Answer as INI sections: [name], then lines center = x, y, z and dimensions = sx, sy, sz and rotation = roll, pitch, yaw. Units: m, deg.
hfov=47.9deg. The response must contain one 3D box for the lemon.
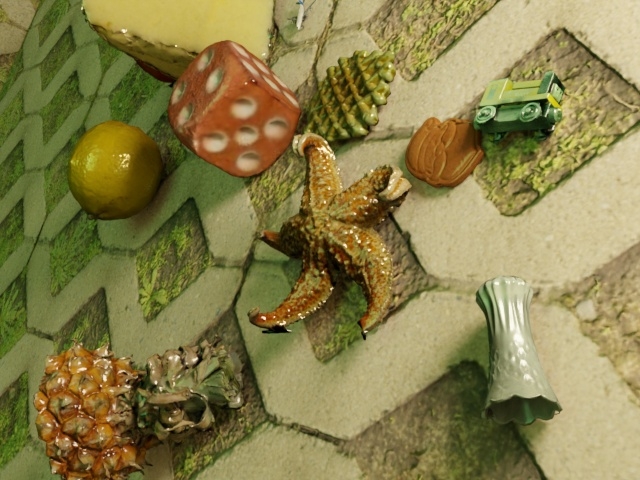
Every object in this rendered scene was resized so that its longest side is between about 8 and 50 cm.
[lemon]
center = -0.436, -0.147, 1.527
dimensions = 0.192, 0.192, 0.231
rotation = 1, 63, 48

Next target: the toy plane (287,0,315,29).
[toy plane]
center = -0.038, -0.435, 1.381
dimensions = 0.078, 0.024, 0.084
rotation = -22, 60, 39

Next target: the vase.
[vase]
center = 0.202, 0.111, 0.763
dimensions = 0.081, 0.081, 0.148
rotation = -28, 48, 36

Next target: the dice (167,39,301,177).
[dice]
center = -0.152, -0.234, 1.272
dimensions = 0.179, 0.175, 0.174
rotation = -49, 40, 19

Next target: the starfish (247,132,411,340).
[starfish]
center = -0.004, 0.000, 1.032
dimensions = 0.312, 0.113, 0.303
rotation = 16, 81, 48

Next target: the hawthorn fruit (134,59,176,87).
[hawthorn fruit]
center = -0.352, -0.428, 1.637
dimensions = 0.157, 0.194, 0.156
rotation = -2, 51, 2

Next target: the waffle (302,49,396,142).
[waffle]
center = 0.045, -0.234, 1.165
dimensions = 0.184, 0.036, 0.169
rotation = 2, 69, 48

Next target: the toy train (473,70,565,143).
[toy train]
center = 0.247, -0.163, 0.892
dimensions = 0.122, 0.050, 0.081
rotation = 3, 61, 48

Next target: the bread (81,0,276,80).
[bread]
center = -0.264, -0.467, 1.423
dimensions = 0.279, 0.315, 0.248
rotation = -2, 77, 37

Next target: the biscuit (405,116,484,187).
[biscuit]
center = 0.166, -0.122, 0.978
dimensions = 0.130, 0.019, 0.102
rotation = 26, 90, 51

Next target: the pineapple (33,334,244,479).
[pineapple]
center = -0.255, 0.241, 1.119
dimensions = 0.272, 0.262, 0.262
rotation = -20, 52, 16
